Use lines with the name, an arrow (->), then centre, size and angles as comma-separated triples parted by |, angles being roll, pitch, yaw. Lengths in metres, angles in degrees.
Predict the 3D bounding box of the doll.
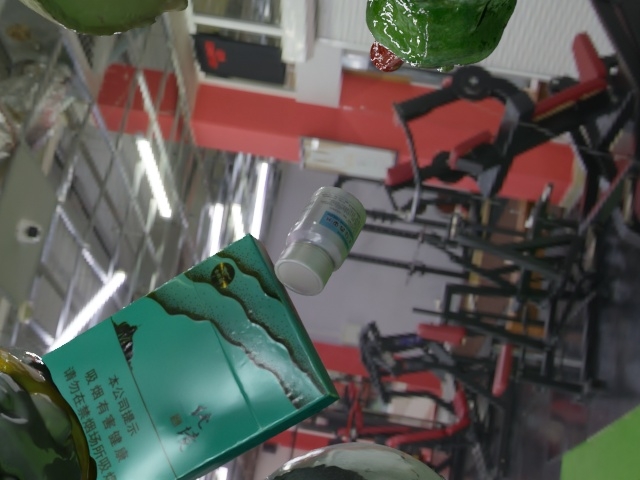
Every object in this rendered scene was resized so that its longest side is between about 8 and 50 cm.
doll -> -0.198, 0.106, 0.482 | 0.316, 0.146, 0.103 | -178, 99, -83

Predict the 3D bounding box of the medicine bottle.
medicine bottle -> 0.000, 0.000, 0.762 | 0.052, 0.052, 0.089 | 95, -160, -51

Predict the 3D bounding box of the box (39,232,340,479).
box -> -0.118, 0.117, 0.772 | 0.160, 0.226, 0.042 | 62, -173, 21

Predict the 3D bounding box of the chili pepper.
chili pepper -> 0.080, -0.203, 0.550 | 0.270, 0.099, 0.136 | 91, -158, -55

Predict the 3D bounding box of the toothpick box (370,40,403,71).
toothpick box -> 0.094, -0.237, 1.106 | 0.083, 0.047, 0.047 | 169, 111, -76

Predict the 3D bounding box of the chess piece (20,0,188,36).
chess piece -> -0.253, -0.322, 0.533 | 0.234, 0.442, 0.234 | -52, -15, -21

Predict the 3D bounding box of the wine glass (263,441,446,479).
wine glass -> 0.043, 0.310, 0.876 | 0.323, 0.238, 0.237 | 45, -128, -63
